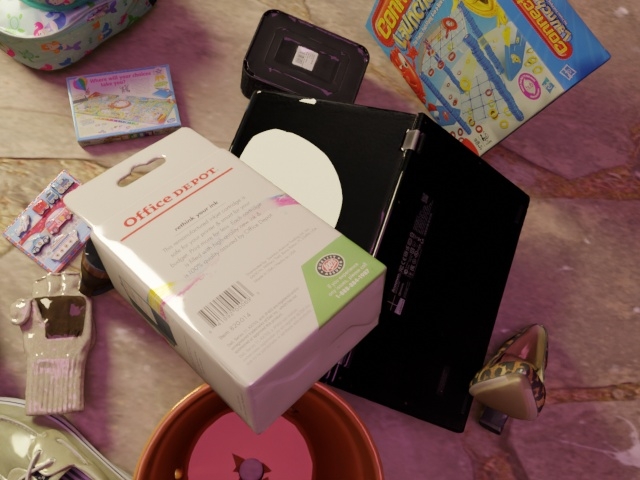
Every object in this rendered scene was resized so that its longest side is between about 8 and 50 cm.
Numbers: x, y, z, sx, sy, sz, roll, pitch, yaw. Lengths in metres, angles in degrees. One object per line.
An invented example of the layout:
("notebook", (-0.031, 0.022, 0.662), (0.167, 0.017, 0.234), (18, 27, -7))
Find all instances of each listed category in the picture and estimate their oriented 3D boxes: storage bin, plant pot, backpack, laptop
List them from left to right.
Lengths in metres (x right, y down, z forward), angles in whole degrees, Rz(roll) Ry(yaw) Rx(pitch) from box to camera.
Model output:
("backpack", (-0.389, -0.386, 0.871), (0.253, 0.191, 0.225), (-44, 90, -10))
("plant pot", (-0.083, 0.312, 0.771), (0.290, 0.203, 0.291), (2, 78, -10))
("storage bin", (-0.026, -0.268, 0.960), (0.180, 0.084, 0.122), (21, 76, -7))
("laptop", (0.054, 0.022, 0.893), (0.407, 0.236, 0.382), (28, 76, -31))

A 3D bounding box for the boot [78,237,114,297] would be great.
("boot", (-0.272, -0.010, 0.872), (0.082, 0.106, 0.219), (40, 44, -5))

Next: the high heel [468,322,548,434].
("high heel", (0.285, 0.159, 0.847), (0.093, 0.261, 0.186), (26, 69, 19))

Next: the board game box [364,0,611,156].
("board game box", (0.219, -0.298, 0.896), (0.086, 0.308, 0.302), (-36, 86, -13))

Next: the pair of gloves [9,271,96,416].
("pair of gloves", (-0.425, 0.126, 0.799), (0.239, 0.042, 0.204), (8, 61, -18))

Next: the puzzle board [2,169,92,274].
("puzzle board", (-0.382, -0.028, 0.883), (0.096, 0.011, 0.128), (38, 75, -1))

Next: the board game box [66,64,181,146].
("board game box", (-0.299, -0.207, 0.926), (0.154, 0.026, 0.104), (-11, 81, -12))

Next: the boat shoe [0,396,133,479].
("boat shoe", (-0.339, 0.298, 0.782), (0.302, 0.094, 0.109), (32, 75, -3))

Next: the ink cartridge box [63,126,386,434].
("ink cartridge box", (-0.121, 0.026, 0.727), (0.207, 0.119, 0.353), (-38, 59, -26))
